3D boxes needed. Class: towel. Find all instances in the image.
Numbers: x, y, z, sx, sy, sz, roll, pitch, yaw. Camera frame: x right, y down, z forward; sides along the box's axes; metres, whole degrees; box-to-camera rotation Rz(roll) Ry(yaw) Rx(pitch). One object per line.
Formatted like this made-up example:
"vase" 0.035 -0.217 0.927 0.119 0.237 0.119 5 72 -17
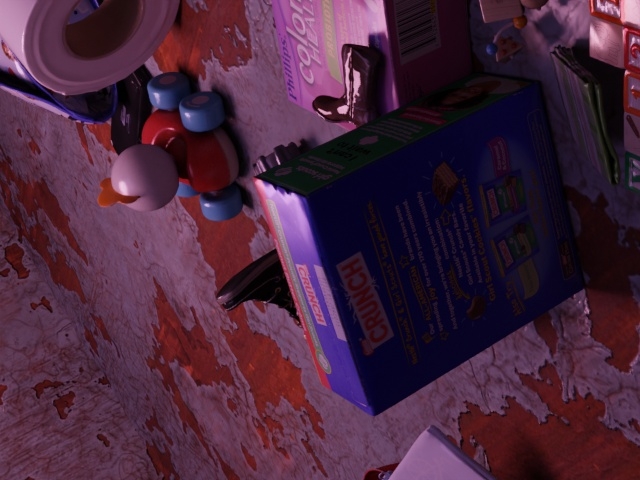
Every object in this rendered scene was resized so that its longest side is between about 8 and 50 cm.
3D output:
"towel" 0.268 -0.127 1.259 0.152 0.023 0.113 -99 -10 -68

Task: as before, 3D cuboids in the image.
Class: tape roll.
"tape roll" -0.363 -0.370 1.978 0.100 0.286 0.286 47 151 27

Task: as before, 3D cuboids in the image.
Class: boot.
"boot" 0.028 -0.184 1.440 0.106 0.037 0.114 26 142 32
"boot" -0.040 0.099 1.922 0.085 0.236 0.179 -30 93 38

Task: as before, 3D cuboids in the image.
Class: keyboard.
"keyboard" -0.345 -0.212 2.395 0.201 0.033 0.317 59 156 23

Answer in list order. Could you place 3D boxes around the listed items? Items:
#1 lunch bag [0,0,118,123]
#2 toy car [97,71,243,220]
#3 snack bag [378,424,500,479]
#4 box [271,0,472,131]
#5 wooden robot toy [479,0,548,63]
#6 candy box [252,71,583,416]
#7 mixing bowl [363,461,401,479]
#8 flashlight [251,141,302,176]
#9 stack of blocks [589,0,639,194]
"lunch bag" -0.549 -0.396 2.372 0.328 0.239 0.385 24 148 57
"toy car" -0.279 -0.126 2.112 0.210 0.238 0.219 35 143 45
"snack bag" 0.212 0.443 1.825 0.323 0.037 0.342 38 134 13
"box" 0.058 -0.246 1.504 0.243 0.117 0.214 34 143 46
"wooden robot toy" 0.204 -0.266 1.301 0.079 0.076 0.173 -5 115 25
"candy box" 0.117 -0.004 1.397 0.122 0.317 0.268 19 130 56
"mixing bowl" 0.159 0.417 1.987 0.181 0.098 0.181 42 147 35
"flashlight" 0.000 0.000 1.881 0.103 0.103 0.304 -29 85 26
"stack of blocks" 0.327 -0.172 1.106 0.171 0.087 0.297 33 142 46
